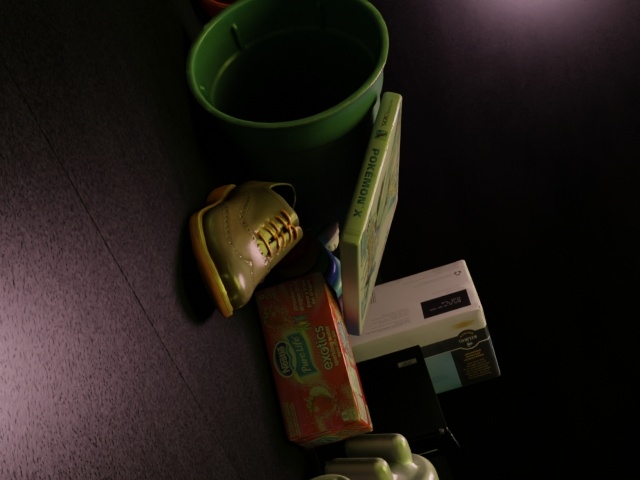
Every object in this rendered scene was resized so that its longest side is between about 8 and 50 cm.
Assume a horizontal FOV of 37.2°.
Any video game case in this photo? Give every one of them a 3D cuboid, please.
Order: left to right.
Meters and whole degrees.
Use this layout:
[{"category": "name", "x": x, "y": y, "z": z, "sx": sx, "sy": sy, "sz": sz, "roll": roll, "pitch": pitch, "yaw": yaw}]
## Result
[{"category": "video game case", "x": 0.089, "y": -0.037, "z": 1.630, "sx": 0.329, "sy": 0.036, "sz": 0.300, "roll": 84, "pitch": 20, "yaw": -59}]

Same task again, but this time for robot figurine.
[{"category": "robot figurine", "x": 0.125, "y": 0.494, "z": 1.573, "sx": 0.300, "sy": 0.199, "sz": 0.353, "roll": -35, "pitch": 110, "yaw": -49}]

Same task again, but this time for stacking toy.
[{"category": "stacking toy", "x": -0.041, "y": 0.034, "z": 1.754, "sx": 0.330, "sy": 0.141, "sz": 0.141, "roll": 54, "pitch": 19, "yaw": -48}]

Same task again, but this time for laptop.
[{"category": "laptop", "x": 0.105, "y": 0.317, "z": 1.697, "sx": 0.264, "sy": 0.234, "sz": 0.137, "roll": 55, "pitch": 20, "yaw": -62}]

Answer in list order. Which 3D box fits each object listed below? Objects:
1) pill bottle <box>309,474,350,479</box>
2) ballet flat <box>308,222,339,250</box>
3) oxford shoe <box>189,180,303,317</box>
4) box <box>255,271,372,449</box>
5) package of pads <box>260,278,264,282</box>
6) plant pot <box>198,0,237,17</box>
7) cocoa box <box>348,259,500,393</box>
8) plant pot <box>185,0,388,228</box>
[{"category": "pill bottle", "x": 0.029, "y": 0.443, "z": 1.364, "sx": 0.108, "sy": 0.108, "sz": 0.193, "roll": -88, "pitch": 159, "yaw": -67}, {"category": "ballet flat", "x": 0.000, "y": 0.000, "z": 1.873, "sx": 0.068, "sy": 0.213, "sz": 0.072, "roll": 32, "pitch": 57, "yaw": -11}, {"category": "oxford shoe", "x": -0.100, "y": -0.010, "z": 1.367, "sx": 0.364, "sy": 0.132, "sz": 0.130, "roll": -89, "pitch": 160, "yaw": -65}, {"category": "box", "x": -0.011, "y": 0.198, "z": 1.557, "sx": 0.128, "sy": 0.122, "sz": 0.257, "roll": 57, "pitch": 17, "yaw": -68}, {"category": "package of pads", "x": -0.114, "y": 0.027, "z": 1.555, "sx": 0.050, "sy": 0.032, "sz": 0.083, "roll": 68, "pitch": 9, "yaw": -47}, {"category": "plant pot", "x": -0.155, "y": -0.503, "z": 1.889, "sx": 0.174, "sy": 0.191, "sz": 0.191, "roll": 78, "pitch": -3, "yaw": -75}, {"category": "cocoa box", "x": 0.248, "y": 0.242, "z": 2.414, "sx": 0.231, "sy": 0.347, "sz": 0.228, "roll": -95, "pitch": 166, "yaw": -59}, {"category": "plant pot", "x": -0.033, "y": -0.216, "z": 1.701, "sx": 0.334, "sy": 0.341, "sz": 0.341, "roll": 76, "pitch": 2, "yaw": -53}]
